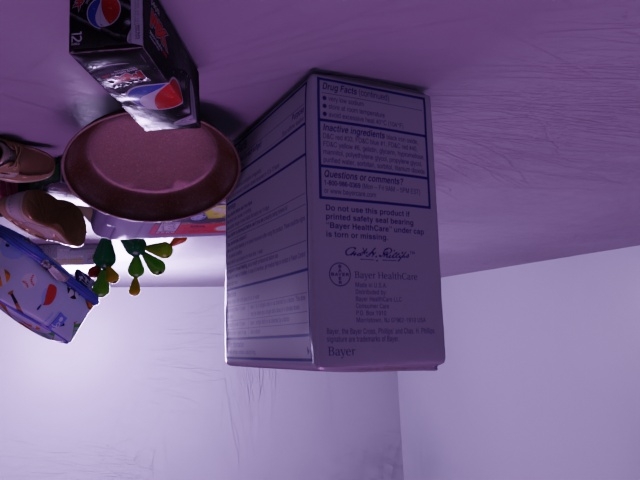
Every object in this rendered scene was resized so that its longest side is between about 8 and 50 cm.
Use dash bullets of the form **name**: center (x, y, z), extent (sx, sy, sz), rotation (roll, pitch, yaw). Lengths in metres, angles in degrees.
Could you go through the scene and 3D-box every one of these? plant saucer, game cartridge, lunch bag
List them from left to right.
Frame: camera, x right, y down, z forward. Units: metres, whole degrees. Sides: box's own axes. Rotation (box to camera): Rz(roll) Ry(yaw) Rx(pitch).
- **lunch bag**: center (-0.505, 0.040, 1.000), extent (0.303, 0.115, 0.243), rotation (19, 156, 30)
- **plant saucer**: center (-0.192, -0.091, 0.735), extent (0.198, 0.036, 0.199), rotation (-7, 148, -4)
- **game cartridge**: center (-0.168, -0.061, 0.923), extent (0.294, 0.060, 0.196), rotation (-3, 157, -28)

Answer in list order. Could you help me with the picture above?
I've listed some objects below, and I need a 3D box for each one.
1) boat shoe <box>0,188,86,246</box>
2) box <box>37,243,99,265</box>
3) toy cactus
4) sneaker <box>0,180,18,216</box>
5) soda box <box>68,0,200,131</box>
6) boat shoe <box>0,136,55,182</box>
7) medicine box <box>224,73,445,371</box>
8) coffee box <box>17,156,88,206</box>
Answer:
- **boat shoe**: center (-0.395, -0.032, 0.910), extent (0.059, 0.063, 0.170), rotation (1, 162, 8)
- **box**: center (-0.664, 0.049, 1.647), extent (0.231, 0.056, 0.183), rotation (0, 172, -17)
- **toy cactus**: center (-0.331, -0.013, 1.085), extent (0.180, 0.219, 0.112), rotation (45, 180, -20)
- **sneaker**: center (-0.469, -0.065, 0.914), extent (0.074, 0.063, 0.170), rotation (-8, 177, -4)
- **soda box**: center (-0.141, -0.141, 0.511), extent (0.053, 0.060, 0.169), rotation (-4, 171, 3)
- **boat shoe**: center (-0.382, -0.099, 0.759), extent (0.135, 0.050, 0.045), rotation (5, 174, -40)
- **medicine box**: center (0.000, 0.000, 0.726), extent (0.149, 0.289, 0.263), rotation (4, 170, -26)
- **coffee box**: center (-0.331, -0.078, 0.943), extent (0.113, 0.040, 0.184), rotation (-9, 170, 35)
